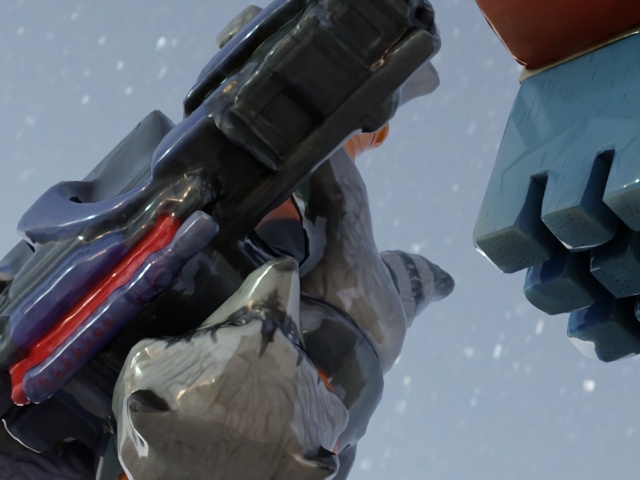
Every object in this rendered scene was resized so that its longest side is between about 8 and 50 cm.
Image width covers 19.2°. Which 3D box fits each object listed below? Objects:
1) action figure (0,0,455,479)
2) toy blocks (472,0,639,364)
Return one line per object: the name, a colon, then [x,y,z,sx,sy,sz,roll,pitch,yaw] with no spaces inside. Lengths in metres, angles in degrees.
action figure: [0.000,0.000,0.725,0.178,0.330,0.341,44,-70,-9]
toy blocks: [0.128,-0.068,0.453,0.191,0.261,0.381,-20,-52,41]
